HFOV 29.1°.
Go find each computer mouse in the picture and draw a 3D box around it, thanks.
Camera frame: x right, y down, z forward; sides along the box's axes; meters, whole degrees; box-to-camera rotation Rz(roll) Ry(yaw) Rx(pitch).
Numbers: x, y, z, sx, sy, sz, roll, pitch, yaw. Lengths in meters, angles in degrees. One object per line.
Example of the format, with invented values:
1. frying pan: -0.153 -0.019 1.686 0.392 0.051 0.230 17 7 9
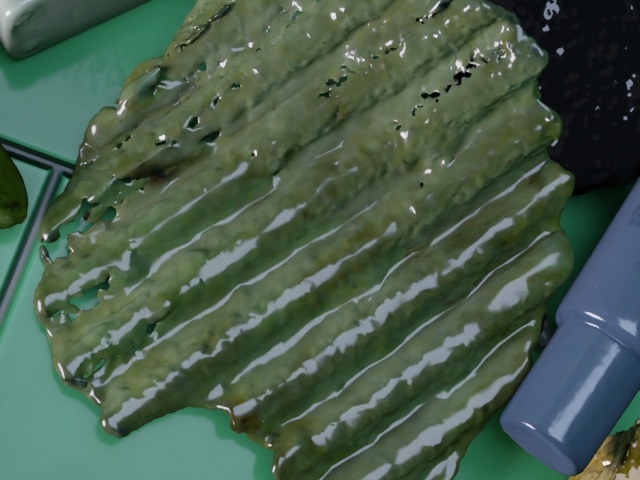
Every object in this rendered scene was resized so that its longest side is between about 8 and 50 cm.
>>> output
1. computer mouse: 0.153 -0.183 0.963 0.183 0.116 0.323 -30 100 -6

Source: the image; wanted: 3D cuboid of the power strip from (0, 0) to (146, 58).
1. power strip: -0.096 -0.243 0.939 0.385 0.091 0.062 -28 83 -16

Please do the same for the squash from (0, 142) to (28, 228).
1. squash: -0.300 -0.110 0.880 0.069 0.069 0.258 -37 87 -17

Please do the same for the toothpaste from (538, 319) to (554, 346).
1. toothpaste: 0.160 0.044 0.974 0.024 0.015 0.083 -19 78 -23

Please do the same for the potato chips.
1. potato chips: 0.003 -0.008 0.884 0.373 0.097 0.389 30 92 -4

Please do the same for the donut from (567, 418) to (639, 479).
1. donut: 0.218 0.278 0.891 0.152 0.101 0.259 33 73 -4

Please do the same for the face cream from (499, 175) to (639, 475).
1. face cream: 0.265 0.001 0.918 0.135 0.086 0.385 40 73 -5
